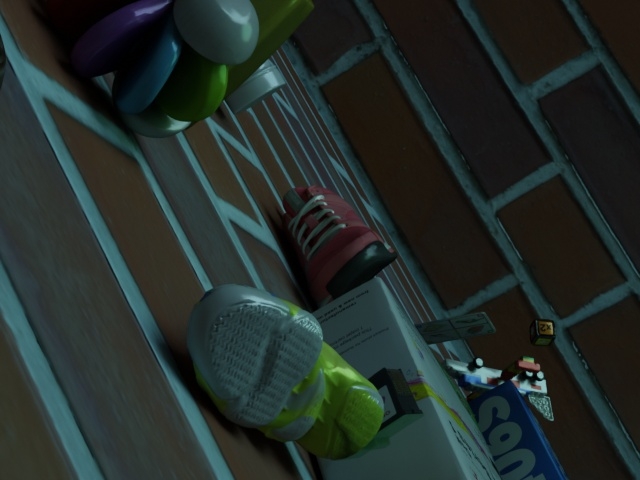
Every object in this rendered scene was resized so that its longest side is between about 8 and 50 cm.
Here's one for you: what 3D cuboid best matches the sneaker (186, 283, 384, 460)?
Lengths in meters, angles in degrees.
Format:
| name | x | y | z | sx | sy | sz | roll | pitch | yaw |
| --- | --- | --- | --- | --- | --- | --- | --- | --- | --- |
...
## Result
| name | x | y | z | sx | sy | sz | roll | pitch | yaw |
| --- | --- | --- | --- | --- | --- | --- | --- | --- | --- |
| sneaker | -0.048 | 0.080 | 0.981 | 0.126 | 0.091 | 0.240 | 41 | -6 | 38 |

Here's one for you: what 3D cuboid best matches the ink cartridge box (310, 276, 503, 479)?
| name | x | y | z | sx | sy | sz | roll | pitch | yaw |
| --- | --- | --- | --- | --- | --- | --- | --- | --- | --- |
| ink cartridge box | 0.082 | 0.199 | 1.179 | 0.201 | 0.117 | 0.278 | 55 | 8 | -36 |

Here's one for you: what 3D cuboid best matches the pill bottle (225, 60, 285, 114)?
| name | x | y | z | sx | sy | sz | roll | pitch | yaw |
| --- | --- | --- | --- | --- | --- | --- | --- | --- | --- |
| pill bottle | -0.127 | -0.264 | 1.738 | 0.193 | 0.108 | 0.108 | 59 | 6 | -2 |

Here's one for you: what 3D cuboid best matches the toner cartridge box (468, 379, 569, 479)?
| name | x | y | z | sx | sy | sz | roll | pitch | yaw |
| --- | --- | --- | --- | --- | --- | --- | --- | --- | --- |
| toner cartridge box | 0.175 | 0.291 | 1.267 | 0.075 | 0.165 | 0.348 | 54 | 8 | -31 |

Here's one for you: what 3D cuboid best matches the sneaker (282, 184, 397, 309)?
| name | x | y | z | sx | sy | sz | roll | pitch | yaw |
| --- | --- | --- | --- | --- | --- | --- | --- | --- | --- |
| sneaker | 0.000 | 0.000 | 1.623 | 0.136 | 0.116 | 0.314 | 48 | 1 | -6 |

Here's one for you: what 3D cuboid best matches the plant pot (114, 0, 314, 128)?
| name | x | y | z | sx | sy | sz | roll | pitch | yaw |
| --- | --- | --- | --- | --- | --- | --- | --- | --- | --- |
| plant pot | -0.124 | -0.247 | 1.329 | 0.212 | 0.187 | 0.212 | 59 | 6 | -2 |

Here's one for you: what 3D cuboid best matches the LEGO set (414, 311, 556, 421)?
| name | x | y | z | sx | sy | sz | roll | pitch | yaw |
| --- | --- | --- | --- | --- | --- | --- | --- | --- | --- |
| LEGO set | 0.136 | 0.142 | 1.409 | 0.182 | 0.244 | 0.060 | 52 | 30 | -53 |

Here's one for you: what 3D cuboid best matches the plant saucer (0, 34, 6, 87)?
| name | x | y | z | sx | sy | sz | roll | pitch | yaw |
| --- | --- | --- | --- | --- | --- | --- | --- | --- | --- |
| plant saucer | -0.230 | -0.147 | 0.775 | 0.168 | 0.029 | 0.168 | 59 | 6 | -9 |

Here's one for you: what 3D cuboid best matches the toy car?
| name | x | y | z | sx | sy | sz | roll | pitch | yaw |
| --- | --- | --- | --- | --- | --- | --- | --- | --- | --- |
| toy car | -0.151 | -0.175 | 1.106 | 0.136 | 0.159 | 0.182 | -15 | 71 | -47 |
